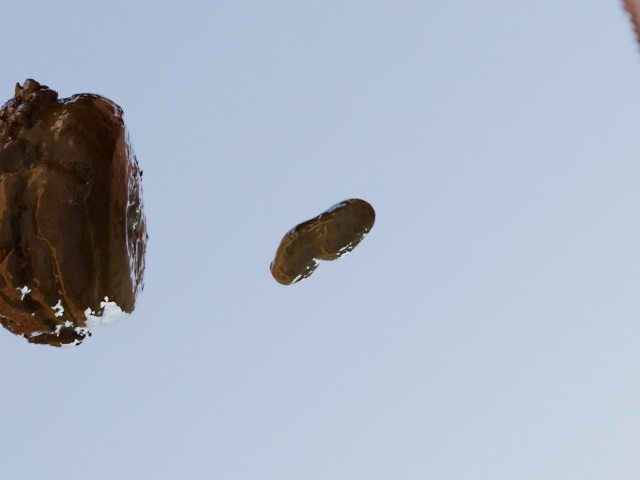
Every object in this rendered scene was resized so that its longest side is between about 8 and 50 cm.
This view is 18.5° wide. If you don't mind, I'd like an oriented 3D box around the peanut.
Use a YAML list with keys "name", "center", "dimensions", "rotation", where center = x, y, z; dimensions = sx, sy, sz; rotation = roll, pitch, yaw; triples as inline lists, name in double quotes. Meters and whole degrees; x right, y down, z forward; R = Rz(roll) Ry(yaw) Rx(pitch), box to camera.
- name: "peanut"
  center: [0.000, 0.000, 1.312]
  dimensions: [0.083, 0.037, 0.037]
  rotation: [-35, -97, 20]

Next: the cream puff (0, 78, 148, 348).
- name: "cream puff"
  center: [-0.166, -0.014, 1.175]
  dimensions: [0.115, 0.150, 0.165]
  rotation: [1, -72, 3]
